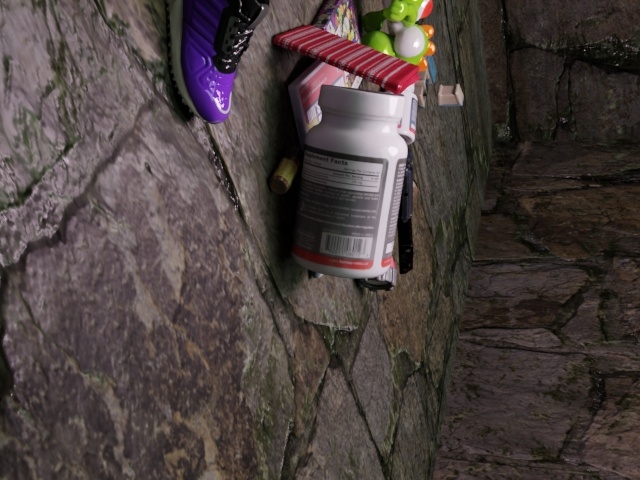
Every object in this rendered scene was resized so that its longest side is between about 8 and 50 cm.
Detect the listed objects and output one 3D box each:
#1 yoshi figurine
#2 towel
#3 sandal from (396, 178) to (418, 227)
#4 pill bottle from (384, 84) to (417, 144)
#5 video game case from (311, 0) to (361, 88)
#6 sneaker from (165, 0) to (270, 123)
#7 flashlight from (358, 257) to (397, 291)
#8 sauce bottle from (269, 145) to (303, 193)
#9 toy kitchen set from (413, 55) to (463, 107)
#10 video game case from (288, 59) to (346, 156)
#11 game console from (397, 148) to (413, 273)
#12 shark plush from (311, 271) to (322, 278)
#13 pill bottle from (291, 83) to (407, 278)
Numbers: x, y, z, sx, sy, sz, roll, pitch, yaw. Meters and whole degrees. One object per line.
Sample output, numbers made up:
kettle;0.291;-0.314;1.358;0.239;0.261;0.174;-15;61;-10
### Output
yoshi figurine;0.171;-0.567;1.964;0.203;0.203;0.362;-30;125;-52
towel;0.061;-0.368;1.587;0.199;0.275;0.031;-48;159;-62
sandal;0.248;-0.177;2.331;0.120;0.086;0.302;4;87;-69
pill bottle;0.219;-0.368;2.217;0.108;0.108;0.180;39;55;-65
video game case;0.046;-0.448;1.840;0.210;0.042;0.232;-68;151;-43
sneaker;-0.146;-0.323;1.182;0.102;0.146;0.293;-39;126;-64
flashlight;0.161;-0.018;2.103;0.103;0.103;0.304;20;63;-29
sauce bottle;-0.065;-0.143;1.561;0.128;0.042;0.042;-66;150;-49
toy kitchen set;0.403;-0.526;2.616;0.122;0.166;0.207;60;37;-54
video game case;0.013;-0.255;1.731;0.204;0.025;0.285;-52;141;-43
game console;0.226;-0.095;2.106;0.361;0.044;0.213;85;6;-45
shark plush;0.000;0.000;1.730;0.067;0.073;0.161;-20;118;-36
pill bottle;0.063;-0.121;1.586;0.210;0.210;0.362;-24;124;-68
